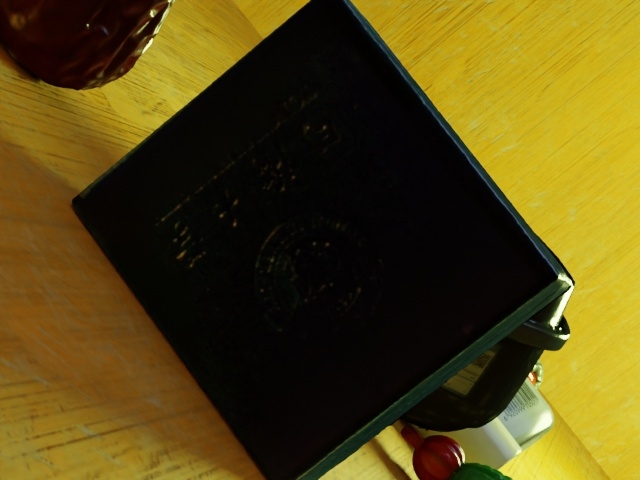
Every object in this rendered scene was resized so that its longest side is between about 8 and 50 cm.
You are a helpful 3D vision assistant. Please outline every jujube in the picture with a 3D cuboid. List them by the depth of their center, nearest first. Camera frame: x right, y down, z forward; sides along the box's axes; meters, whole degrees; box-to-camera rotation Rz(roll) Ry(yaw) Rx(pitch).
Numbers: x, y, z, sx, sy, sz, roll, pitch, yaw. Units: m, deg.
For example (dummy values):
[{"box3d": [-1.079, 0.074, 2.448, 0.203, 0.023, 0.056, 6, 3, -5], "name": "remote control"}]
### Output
[{"box3d": [-0.194, -0.245, 1.328, 0.155, 0.230, 0.155, 34, 20, -14], "name": "jujube"}]

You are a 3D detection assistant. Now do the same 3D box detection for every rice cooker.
[{"box3d": [0.119, 0.066, 1.568, 0.267, 0.224, 0.267, 30, 15, -9], "name": "rice cooker"}]

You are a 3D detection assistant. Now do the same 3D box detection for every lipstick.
[{"box3d": [0.099, 0.138, 1.736, 0.327, 0.087, 0.087, 52, 7, 11], "name": "lipstick"}]

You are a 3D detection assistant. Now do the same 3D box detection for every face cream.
[{"box3d": [0.159, 0.138, 1.963, 0.163, 0.080, 0.336, -22, 68, -44], "name": "face cream"}]

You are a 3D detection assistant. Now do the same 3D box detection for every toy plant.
[{"box3d": [0.181, 0.289, 1.531, 0.240, 0.088, 0.154, 40, -9, 32], "name": "toy plant"}]

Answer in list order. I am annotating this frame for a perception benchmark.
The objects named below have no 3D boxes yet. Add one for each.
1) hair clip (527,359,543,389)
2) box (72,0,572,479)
[{"box3d": [0.221, 0.151, 2.262, 0.321, 0.138, 0.091, 47, 19, -24], "name": "hair clip"}, {"box3d": [0.000, 0.000, 1.137, 0.279, 0.261, 0.116, 53, 10, 14], "name": "box"}]
